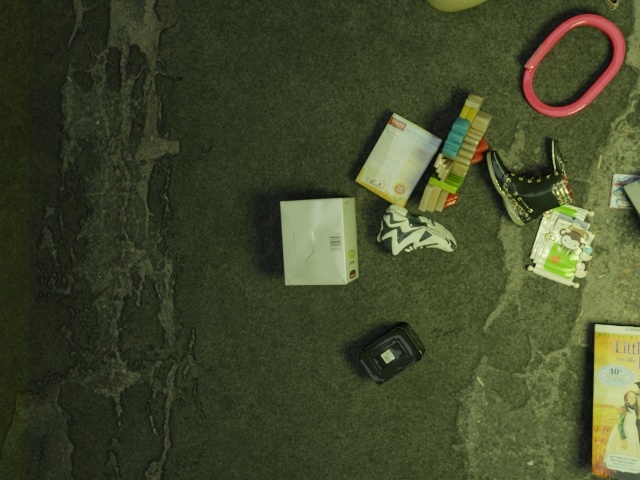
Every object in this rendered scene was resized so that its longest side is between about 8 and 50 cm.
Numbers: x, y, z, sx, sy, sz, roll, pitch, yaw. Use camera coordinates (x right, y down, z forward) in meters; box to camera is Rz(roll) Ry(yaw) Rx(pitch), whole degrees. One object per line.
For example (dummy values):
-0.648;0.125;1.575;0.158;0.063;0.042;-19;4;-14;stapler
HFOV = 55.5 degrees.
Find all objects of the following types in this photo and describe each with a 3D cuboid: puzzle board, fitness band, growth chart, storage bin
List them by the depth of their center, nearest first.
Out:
0.872;-0.133;1.678;0.128;0.011;0.096;6;97;18;puzzle board
0.696;-0.480;1.686;0.209;0.054;0.291;42;107;8;fitness band
0.695;0.007;1.744;0.172;0.021;0.237;13;99;16;growth chart
0.222;0.350;1.895;0.180;0.084;0.122;-37;84;17;storage bin

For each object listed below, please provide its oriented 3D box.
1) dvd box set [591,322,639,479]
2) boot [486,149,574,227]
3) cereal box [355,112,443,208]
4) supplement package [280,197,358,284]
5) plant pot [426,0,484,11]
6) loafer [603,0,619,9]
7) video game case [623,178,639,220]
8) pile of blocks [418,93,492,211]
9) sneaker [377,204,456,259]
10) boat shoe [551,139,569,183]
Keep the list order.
0.901;0.443;1.638;0.308;0.062;0.420;2;87;28;dvd box set
0.587;-0.173;1.712;0.179;0.085;0.236;-24;91;31;boot
0.240;-0.242;1.855;0.173;0.047;0.240;33;103;12;cereal box
0.000;0.000;1.903;0.204;0.145;0.261;-2;95;19;supplement package
0.374;-0.749;1.675;0.284;0.284;0.191;52;142;8;plant pot
0.770;-0.684;1.646;0.045;0.039;0.125;-33;85;19;loafer
0.954;-0.097;1.538;0.270;0.061;0.244;-26;46;20;video game case
0.406;-0.236;1.749;0.113;0.149;0.362;24;101;15;pile of blocks
0.280;0.007;1.848;0.235;0.094;0.153;23;122;-5;sneaker
0.675;-0.219;1.715;0.042;0.049;0.133;-8;100;23;boat shoe
